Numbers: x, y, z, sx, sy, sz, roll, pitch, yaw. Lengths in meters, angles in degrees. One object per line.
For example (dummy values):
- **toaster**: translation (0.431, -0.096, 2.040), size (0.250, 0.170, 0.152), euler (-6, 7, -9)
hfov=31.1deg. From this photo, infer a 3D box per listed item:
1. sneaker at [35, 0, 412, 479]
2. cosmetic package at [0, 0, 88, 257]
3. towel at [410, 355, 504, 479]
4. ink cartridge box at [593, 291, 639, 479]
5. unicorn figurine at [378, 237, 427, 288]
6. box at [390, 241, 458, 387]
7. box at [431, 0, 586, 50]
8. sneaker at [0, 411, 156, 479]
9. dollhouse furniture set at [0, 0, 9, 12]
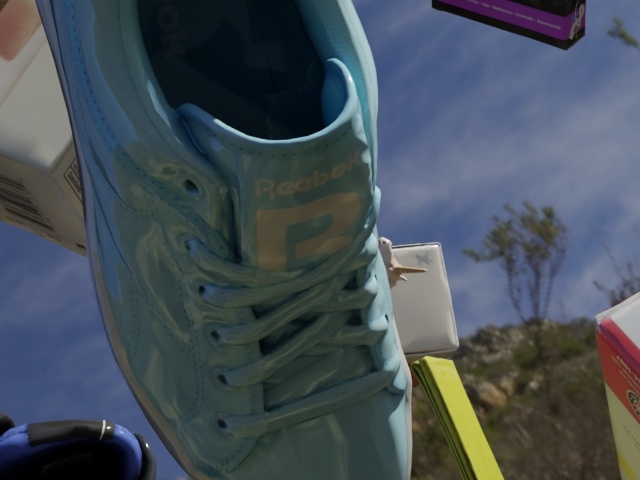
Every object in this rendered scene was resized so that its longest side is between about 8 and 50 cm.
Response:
- **sneaker**: translation (-0.032, -0.009, 0.468), size (0.135, 0.150, 0.365), euler (-24, -71, -13)
- **cosmetic package**: translation (-0.163, -0.150, 0.922), size (0.296, 0.129, 0.153), euler (-60, -22, -23)
- **towel**: translation (0.141, 0.212, 0.983), size (0.021, 0.237, 0.102), euler (-26, -16, 14)
- **ink cartridge box**: translation (0.382, 0.221, 0.939), size (0.160, 0.279, 0.384), euler (-31, -41, -7)
- **unicorn figurine**: translation (0.000, 0.000, 0.959), size (0.162, 0.111, 0.060), euler (-15, -15, 7)
- **box**: translation (0.089, 0.112, 1.563), size (0.127, 0.148, 0.232), euler (-5, -19, -10)
- **box**: translation (0.121, -0.215, 0.757), size (0.029, 0.116, 0.162), euler (-39, -41, -30)
- **sneaker**: translation (-0.155, 0.187, 0.703), size (0.128, 0.315, 0.182), euler (11, -87, -11)
- **dollhouse furniture set**: translation (-0.348, -0.305, 1.489), size (0.152, 0.058, 0.076), euler (-7, -56, 2)
